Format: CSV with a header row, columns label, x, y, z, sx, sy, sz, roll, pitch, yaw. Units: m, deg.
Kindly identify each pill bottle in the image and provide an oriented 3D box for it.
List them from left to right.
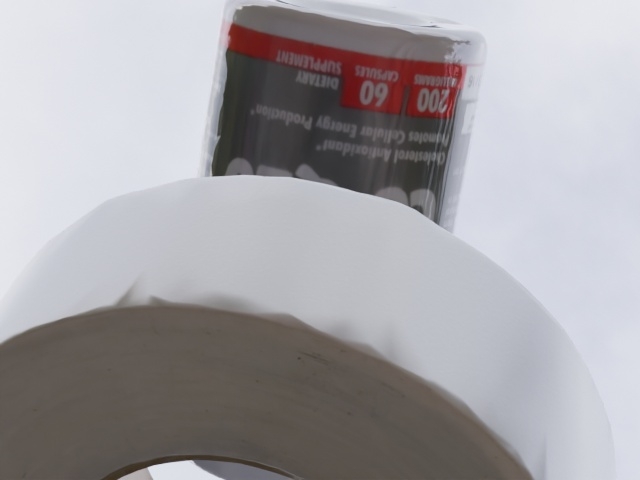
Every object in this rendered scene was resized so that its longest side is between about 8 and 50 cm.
label,x,y,z,sx,sy,sz,roll,pitch,yaw
pill bottle,0.000,0.000,1.073,0.161,0.161,0.283,12,-78,15

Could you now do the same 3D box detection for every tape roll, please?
label,x,y,z,sx,sy,sz,roll,pitch,yaw
tape roll,-0.023,0.118,0.730,0.286,0.100,0.286,7,-57,10
